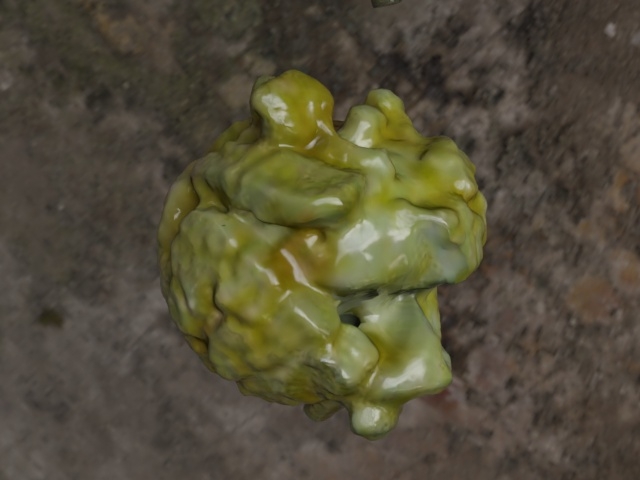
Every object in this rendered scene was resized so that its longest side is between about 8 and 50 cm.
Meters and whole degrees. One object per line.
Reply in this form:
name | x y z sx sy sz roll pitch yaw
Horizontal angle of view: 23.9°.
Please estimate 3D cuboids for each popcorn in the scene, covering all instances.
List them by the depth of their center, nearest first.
popcorn | 0.000 0.001 0.842 0.185 0.167 0.187 29 92 -31

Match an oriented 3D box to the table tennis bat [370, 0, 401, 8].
table tennis bat | 0.032 -0.325 1.313 0.138 0.022 0.246 -9 97 49
